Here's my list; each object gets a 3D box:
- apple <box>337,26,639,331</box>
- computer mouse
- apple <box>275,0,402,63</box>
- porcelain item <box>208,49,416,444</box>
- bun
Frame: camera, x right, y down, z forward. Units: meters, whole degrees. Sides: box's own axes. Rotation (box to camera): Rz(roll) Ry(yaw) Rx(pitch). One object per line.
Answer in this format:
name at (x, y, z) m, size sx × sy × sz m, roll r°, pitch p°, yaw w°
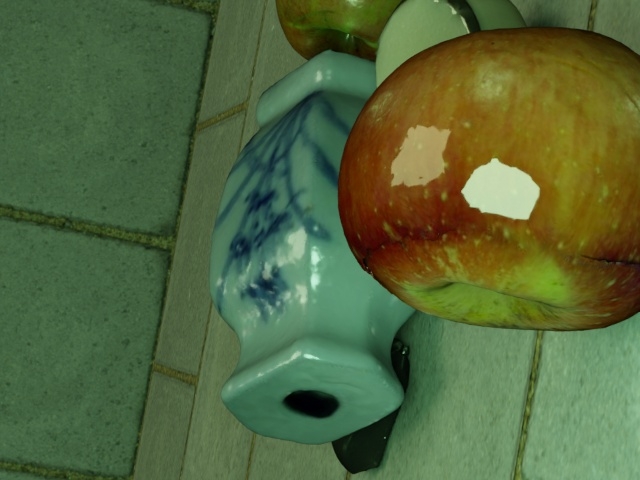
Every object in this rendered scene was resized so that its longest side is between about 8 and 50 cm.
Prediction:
apple at (0.140, -0.046, 1.196) m, size 0.272 × 0.252 × 0.206 m, roll 110°, pitch 169°, yaw -77°
computer mouse at (0.047, 0.178, 1.764) m, size 0.099 × 0.057 × 0.172 m, roll -101°, pitch 29°, yaw -60°
apple at (0.044, -0.297, 1.884) m, size 0.196 × 0.196 × 0.196 m, roll -169°, pitch 90°, yaw -76°
porcelain item at (0.000, 0.000, 1.749) m, size 0.242 × 0.178 × 0.405 m, roll -31°, pitch 44°, yaw 40°
bun at (0.140, -0.160, 1.544) m, size 0.173 × 0.120 × 0.172 m, roll 7°, pitch 99°, yaw 52°
